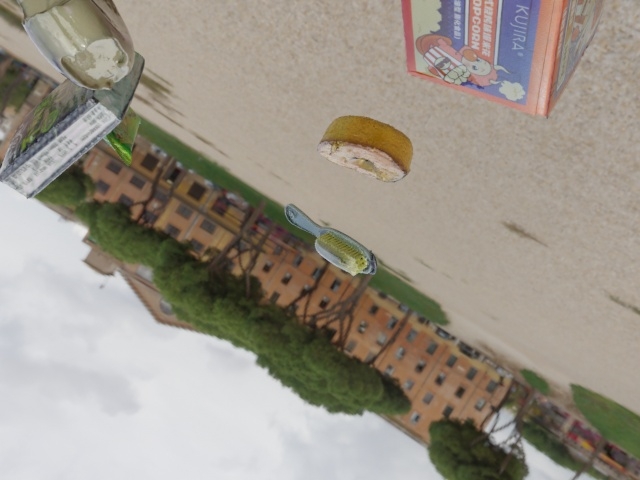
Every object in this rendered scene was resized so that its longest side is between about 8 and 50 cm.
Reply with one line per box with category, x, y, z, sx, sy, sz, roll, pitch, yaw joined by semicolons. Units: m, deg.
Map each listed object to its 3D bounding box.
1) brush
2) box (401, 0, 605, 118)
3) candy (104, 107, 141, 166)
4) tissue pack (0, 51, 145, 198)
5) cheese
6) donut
brush;0.000;0.000;1.376;0.297;0.060;0.068;33;137;40
box;0.303;-0.440;0.977;0.257;0.318;0.348;24;157;22
candy;-0.388;-0.222;1.226;0.102;0.032;0.178;48;-162;-32
tissue pack;-0.379;-0.186;0.978;0.073;0.235;0.173;41;-149;-35
cheese;-0.308;-0.309;0.732;0.286;0.082;0.163;62;-177;9
donut;0.111;-0.219;1.590;0.254;0.118;0.253;18;168;4
